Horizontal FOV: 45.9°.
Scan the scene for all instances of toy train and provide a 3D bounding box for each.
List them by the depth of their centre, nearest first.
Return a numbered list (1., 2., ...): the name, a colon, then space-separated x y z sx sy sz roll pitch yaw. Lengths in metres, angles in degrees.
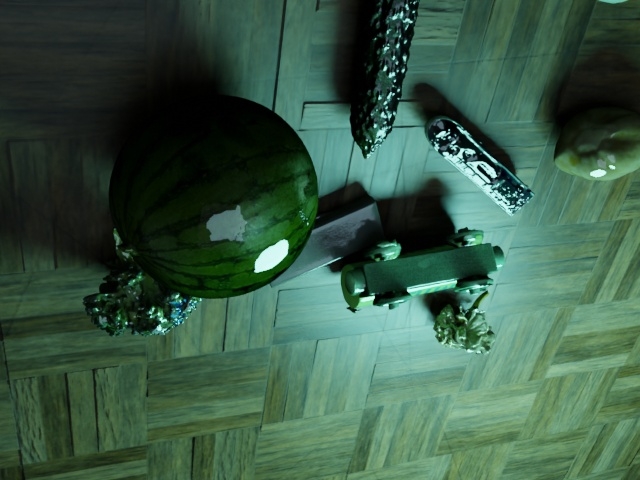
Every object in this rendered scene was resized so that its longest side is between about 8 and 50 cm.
1. toy train: 0.223 -0.117 1.094 0.234 0.051 0.052 33 109 -35
2. toy train: 0.145 0.050 1.152 0.253 0.105 0.157 -10 172 -18

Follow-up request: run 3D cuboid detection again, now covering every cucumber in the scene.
1. cucumber: 0.075 -0.233 0.927 0.072 0.072 0.300 -7 131 -18

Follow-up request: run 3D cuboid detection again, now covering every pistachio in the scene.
1. pistachio: 0.433 -0.143 1.126 0.186 0.108 0.126 -12 158 -22

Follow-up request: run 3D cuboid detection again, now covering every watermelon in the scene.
1. watermelon: -0.122 -0.049 0.884 0.243 0.242 0.242 -11 130 -14

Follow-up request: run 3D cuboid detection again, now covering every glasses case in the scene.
1. glasses case: -0.002 0.000 1.101 0.191 0.042 0.072 -23 128 -3

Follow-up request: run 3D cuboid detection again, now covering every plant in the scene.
1. plant: 0.255 0.136 1.289 0.121 0.104 0.116 -62 150 -1

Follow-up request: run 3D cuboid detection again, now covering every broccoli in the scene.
1. broccoli: -0.227 0.044 0.987 0.167 0.154 0.160 -18 111 -7

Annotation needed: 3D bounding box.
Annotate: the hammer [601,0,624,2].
1. hammer: 0.373 -0.398 0.825 0.202 0.113 0.305 13 150 -33
